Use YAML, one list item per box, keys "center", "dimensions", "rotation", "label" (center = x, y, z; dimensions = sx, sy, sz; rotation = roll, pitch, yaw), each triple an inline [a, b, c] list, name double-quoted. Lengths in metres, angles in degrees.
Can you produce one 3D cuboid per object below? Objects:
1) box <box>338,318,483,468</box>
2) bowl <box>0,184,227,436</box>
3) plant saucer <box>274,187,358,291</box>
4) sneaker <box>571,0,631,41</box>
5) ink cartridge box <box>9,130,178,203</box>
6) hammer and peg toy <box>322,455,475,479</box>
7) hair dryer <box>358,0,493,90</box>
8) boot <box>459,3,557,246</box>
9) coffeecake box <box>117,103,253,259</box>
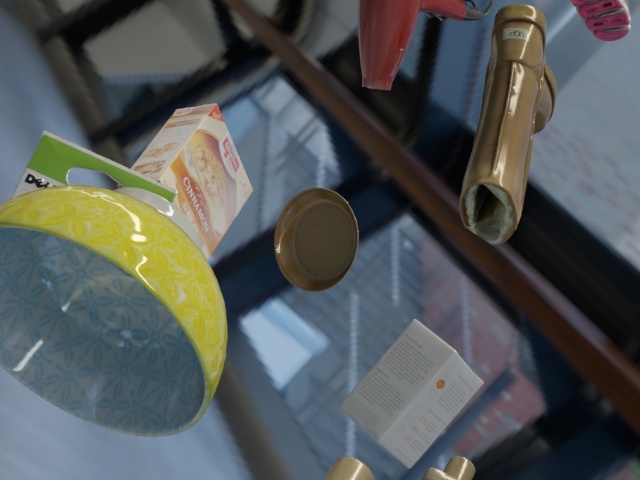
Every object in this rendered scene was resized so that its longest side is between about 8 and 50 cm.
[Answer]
- center: [0.132, 0.222, 2.192]
  dimensions: [0.091, 0.170, 0.130]
  rotation: [38, -5, 36]
  label: "box"
- center: [-0.200, 0.040, 1.484]
  dimensions: [0.290, 0.156, 0.289]
  rotation: [19, -40, 17]
  label: "bowl"
- center: [0.000, 0.000, 1.207]
  dimensions: [0.083, 0.083, 0.015]
  rotation: [46, 22, 30]
  label: "plant saucer"
- center: [0.286, -0.299, 1.650]
  dimensions: [0.170, 0.063, 0.075]
  rotation: [54, 29, -20]
  label: "sneaker"
- center: [-0.307, 0.026, 1.845]
  dimensions: [0.189, 0.255, 0.097]
  rotation: [24, -17, -2]
  label: "ink cartridge box"
- center: [0.167, 0.399, 1.922]
  dimensions: [0.361, 0.266, 0.127]
  rotation: [25, 45, 12]
  label: "hammer and peg toy"
- center: [0.138, -0.306, 1.918]
  dimensions: [0.080, 0.293, 0.223]
  rotation: [14, -30, 48]
  label: "hair dryer"
- center: [0.219, -0.111, 1.809]
  dimensions: [0.089, 0.269, 0.236]
  rotation: [3, -32, 16]
  label: "boot"
- center: [-0.171, -0.068, 1.968]
  dimensions: [0.142, 0.068, 0.185]
  rotation: [68, 32, -29]
  label: "coffeecake box"
